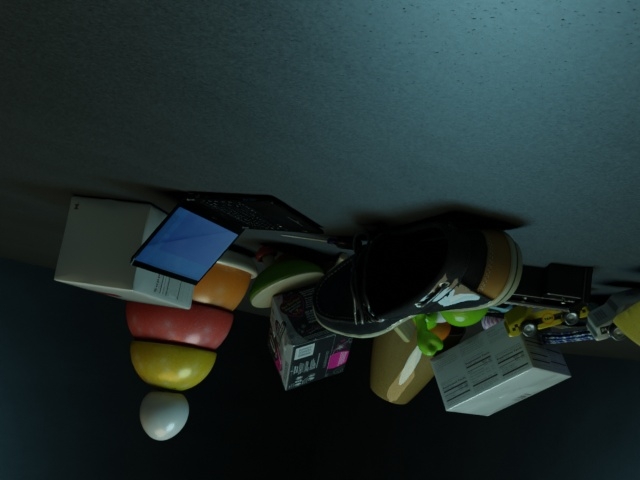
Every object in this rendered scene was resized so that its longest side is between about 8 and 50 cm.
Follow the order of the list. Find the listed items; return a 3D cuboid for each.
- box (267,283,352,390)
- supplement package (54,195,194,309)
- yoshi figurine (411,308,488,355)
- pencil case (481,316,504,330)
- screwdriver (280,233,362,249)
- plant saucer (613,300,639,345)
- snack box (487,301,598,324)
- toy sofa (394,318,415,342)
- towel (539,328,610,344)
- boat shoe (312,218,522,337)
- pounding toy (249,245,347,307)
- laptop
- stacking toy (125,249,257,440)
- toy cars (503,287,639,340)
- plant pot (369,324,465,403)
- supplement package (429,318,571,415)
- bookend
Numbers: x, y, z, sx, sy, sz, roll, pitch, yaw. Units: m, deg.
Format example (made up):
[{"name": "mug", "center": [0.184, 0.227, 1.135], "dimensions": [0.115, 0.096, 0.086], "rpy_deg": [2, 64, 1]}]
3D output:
[{"name": "box", "center": [-0.029, 0.226, 1.852], "dimensions": [0.163, 0.142, 0.247], "rpy_deg": [-15, 148, -17]}, {"name": "supplement package", "center": [-0.389, 0.033, 1.626], "dimensions": [0.177, 0.176, 0.293], "rpy_deg": [7, 170, 14]}, {"name": "yoshi figurine", "center": [0.276, 0.132, 1.646], "dimensions": [0.202, 0.204, 0.362], "rpy_deg": [-10, 164, 10]}, {"name": "pencil case", "center": [0.521, 0.220, 2.162], "dimensions": [0.086, 0.088, 0.206], "rpy_deg": [12, 170, -10]}, {"name": "screwdriver", "center": [0.000, 0.000, 1.551], "dimensions": [0.169, 0.024, 0.025], "rpy_deg": [6, -161, 10]}, {"name": "plant saucer", "center": [0.728, 0.142, 1.317], "dimensions": [0.332, 0.081, 0.333], "rpy_deg": [10, 153, -7]}, {"name": "snack box", "center": [0.503, 0.166, 1.951], "dimensions": [0.321, 0.060, 0.187], "rpy_deg": [10, 170, -9]}, {"name": "toy sofa", "center": [0.086, 0.140, 2.004], "dimensions": [0.362, 0.177, 0.150], "rpy_deg": [0, 142, 42]}, {"name": "towel", "center": [0.710, 0.197, 1.799], "dimensions": [0.243, 0.040, 0.336], "rpy_deg": [-2, 170, -35]}, {"name": "boat shoe", "center": [0.122, 0.064, 1.377], "dimensions": [0.155, 0.187, 0.500], "rpy_deg": [16, 161, -31]}, {"name": "pounding toy", "center": [-0.066, 0.060, 1.802], "dimensions": [0.236, 0.110, 0.183], "rpy_deg": [-20, 161, -8]}, {"name": "laptop", "center": [-0.164, 0.009, 1.416], "dimensions": [0.264, 0.137, 0.234], "rpy_deg": [4, 170, 23]}, {"name": "stacking toy", "center": [-0.360, 0.245, 1.917], "dimensions": [0.350, 0.480, 0.350], "rpy_deg": [9, 170, 1]}, {"name": "toy cars", "center": [0.565, 0.140, 1.660], "dimensions": [0.176, 0.087, 0.393], "rpy_deg": [-29, -164, -40]}, {"name": "plant pot", "center": [0.236, 0.306, 2.109], "dimensions": [0.237, 0.255, 0.237], "rpy_deg": [19, -165, -5]}, {"name": "supplement package", "center": [0.451, 0.320, 1.960], "dimensions": [0.261, 0.145, 0.204], "rpy_deg": [-35, 146, 31]}, {"name": "bookend", "center": [0.441, 0.090, 1.544], "dimensions": [0.156, 0.073, 0.157], "rpy_deg": [8, 170, 7]}]
